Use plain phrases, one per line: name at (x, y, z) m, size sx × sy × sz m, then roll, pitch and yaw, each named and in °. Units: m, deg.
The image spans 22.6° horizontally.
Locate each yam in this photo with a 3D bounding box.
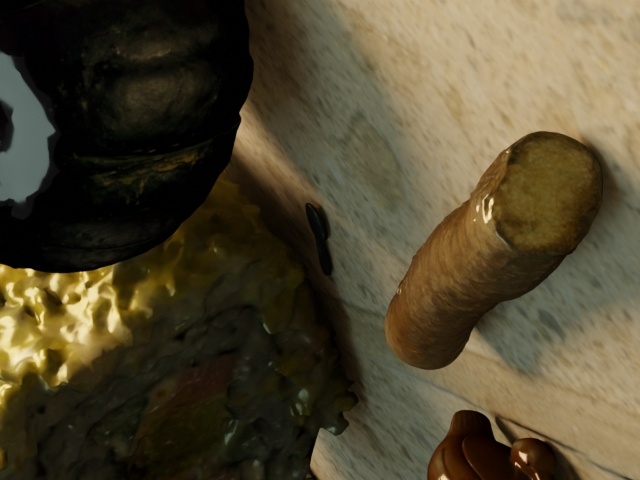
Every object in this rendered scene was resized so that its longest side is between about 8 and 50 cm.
yam at (0.085, 0.016, 0.892) m, size 0.066 × 0.066 × 0.300 m, roll 55°, pitch 165°, yaw 8°

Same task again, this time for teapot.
teapot at (0.121, 0.158, 1.042) m, size 0.098 × 0.078 × 0.129 m, roll 21°, pitch -161°, yaw -30°

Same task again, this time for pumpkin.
pumpkin at (-0.205, -0.117, 1.047) m, size 0.296 × 0.295 × 0.296 m, roll 50°, pitch 162°, yaw 23°

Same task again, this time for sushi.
sushi at (-0.171, 0.126, 1.301) m, size 0.240 × 0.351 × 0.397 m, roll 43°, pitch 162°, yaw 35°

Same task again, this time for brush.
brush at (0.000, 0.000, 1.191) m, size 0.024 × 0.008 × 0.083 m, roll 43°, pitch 159°, yaw 35°

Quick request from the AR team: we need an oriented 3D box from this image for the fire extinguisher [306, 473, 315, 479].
fire extinguisher at (-0.062, 0.247, 1.678) m, size 0.294 × 0.118 × 0.093 m, roll 53°, pitch 128°, yaw 14°
